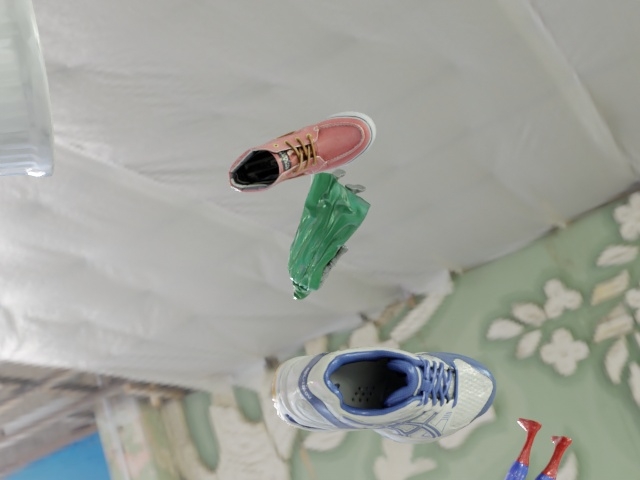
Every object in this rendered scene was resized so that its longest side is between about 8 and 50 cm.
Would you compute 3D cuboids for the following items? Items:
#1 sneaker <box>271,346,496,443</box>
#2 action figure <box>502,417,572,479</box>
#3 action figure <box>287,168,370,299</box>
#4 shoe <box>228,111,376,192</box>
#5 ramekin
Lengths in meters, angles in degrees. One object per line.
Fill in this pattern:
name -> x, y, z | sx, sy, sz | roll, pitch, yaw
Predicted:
sneaker -> 0.098, 0.178, 1.268 | 0.296, 0.112, 0.131 | 1, -14, -28
action figure -> 0.241, 0.389, 1.513 | 0.091, 0.280, 0.139 | 28, -15, -12
action figure -> 0.000, 0.000, 1.756 | 0.063, 0.137, 0.232 | -7, -50, -44
shoe -> -0.023, -0.100, 1.300 | 0.178, 0.063, 0.081 | -17, 10, 22
ramekin -> -0.424, -0.205, 1.358 | 0.135, 0.277, 0.277 | -11, -21, -20
